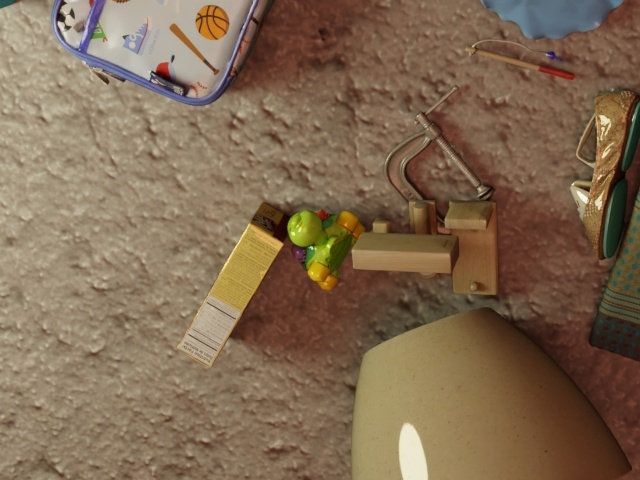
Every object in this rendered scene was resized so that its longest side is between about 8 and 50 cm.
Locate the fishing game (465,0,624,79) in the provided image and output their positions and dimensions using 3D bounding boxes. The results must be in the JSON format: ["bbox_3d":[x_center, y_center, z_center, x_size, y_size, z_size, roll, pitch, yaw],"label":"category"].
[{"bbox_3d":[0.262,-0.315,1.345,0.189,0.041,0.264,13,123,-5],"label":"fishing game"}]

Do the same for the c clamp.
[{"bbox_3d":[0.153,-0.085,1.446,0.137,0.022,0.161,-33,102,14],"label":"c clamp"}]

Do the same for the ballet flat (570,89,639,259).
[{"bbox_3d":[0.337,-0.081,1.421,0.067,0.073,0.206,17,107,28],"label":"ballet flat"}]

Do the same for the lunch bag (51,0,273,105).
[{"bbox_3d":[-0.171,-0.312,1.359,0.243,0.115,0.303,25,106,-1],"label":"lunch bag"}]

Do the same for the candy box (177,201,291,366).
[{"bbox_3d":[-0.103,0.053,1.464,0.053,0.109,0.187,31,107,-3],"label":"candy box"}]

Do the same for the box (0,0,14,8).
[{"bbox_3d":[-0.424,-0.284,1.316,0.100,0.244,0.060,8,108,2],"label":"box"}]

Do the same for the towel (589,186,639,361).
[{"bbox_3d":[0.494,0.008,1.388,0.271,0.040,0.370,18,120,11],"label":"towel"}]

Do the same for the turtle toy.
[{"bbox_3d":[0.000,0.000,1.439,0.066,0.130,0.095,28,83,18],"label":"turtle toy"}]

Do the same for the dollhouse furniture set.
[{"bbox_3d":[0.128,0.037,1.411,0.144,0.151,0.123,2,115,17],"label":"dollhouse furniture set"}]

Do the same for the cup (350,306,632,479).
[{"bbox_3d":[0.168,0.219,1.414,0.331,0.331,0.237,-23,77,11],"label":"cup"}]
